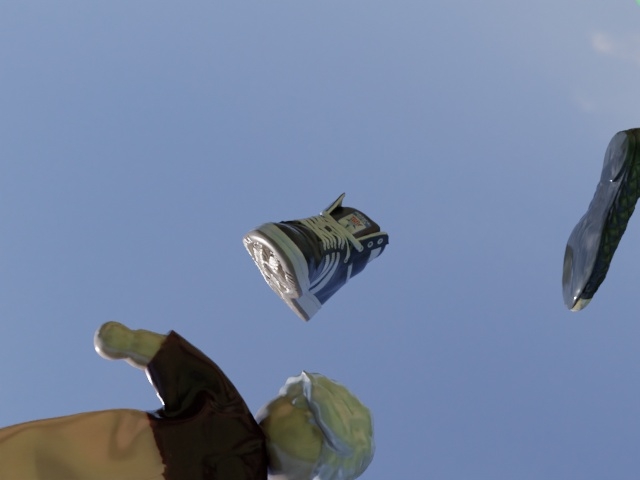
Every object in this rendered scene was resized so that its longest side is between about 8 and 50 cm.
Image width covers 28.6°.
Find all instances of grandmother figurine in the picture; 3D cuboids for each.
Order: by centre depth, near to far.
[{"bbox_3d":[-0.118,0.157,0.882,0.343,0.207,0.104,-8,180,-23],"label":"grandmother figurine"}]

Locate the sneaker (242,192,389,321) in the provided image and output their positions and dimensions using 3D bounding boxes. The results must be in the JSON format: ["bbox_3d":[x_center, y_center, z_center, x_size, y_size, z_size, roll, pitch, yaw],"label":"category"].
[{"bbox_3d":[0.000,0.000,1.532,0.099,0.153,0.282,46,173,15],"label":"sneaker"}]

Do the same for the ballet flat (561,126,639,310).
[{"bbox_3d":[0.248,-0.013,1.063,0.049,0.173,0.057,9,-155,-21],"label":"ballet flat"}]

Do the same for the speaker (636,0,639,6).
[{"bbox_3d":[0.363,-0.120,0.871,0.296,0.131,0.131,42,-153,5],"label":"speaker"}]
